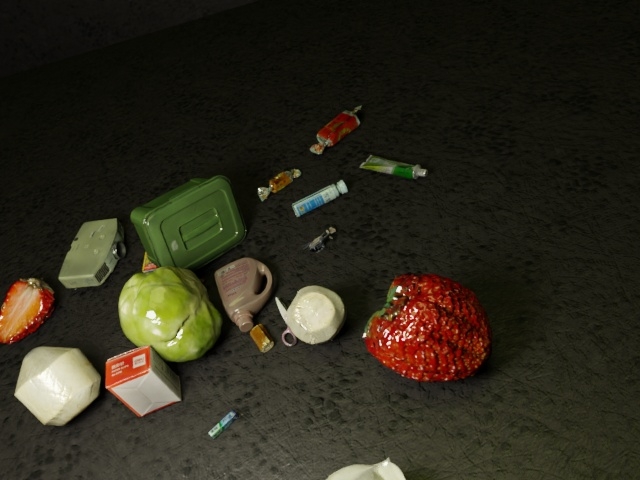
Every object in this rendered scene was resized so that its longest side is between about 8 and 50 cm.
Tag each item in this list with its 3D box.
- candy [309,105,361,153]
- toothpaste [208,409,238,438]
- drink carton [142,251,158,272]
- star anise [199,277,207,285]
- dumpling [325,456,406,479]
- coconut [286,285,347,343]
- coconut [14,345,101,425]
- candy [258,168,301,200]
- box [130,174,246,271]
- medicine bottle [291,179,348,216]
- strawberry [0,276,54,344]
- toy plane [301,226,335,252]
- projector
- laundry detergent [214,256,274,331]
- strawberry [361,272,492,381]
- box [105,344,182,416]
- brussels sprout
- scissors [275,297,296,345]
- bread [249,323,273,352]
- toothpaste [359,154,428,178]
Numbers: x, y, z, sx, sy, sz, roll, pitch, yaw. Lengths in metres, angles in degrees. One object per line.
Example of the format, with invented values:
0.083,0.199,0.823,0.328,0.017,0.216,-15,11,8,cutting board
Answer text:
0.065,-0.414,2.245,0.292,0.059,0.086,-43,45,-21,candy
-0.249,0.474,1.552,0.083,0.020,0.017,-41,52,-19,toothpaste
-0.553,0.052,2.044,0.071,0.056,0.166,-8,46,3,drink carton
-0.456,0.166,1.898,0.212,0.054,0.157,-31,49,-8,star anise
0.080,0.567,1.284,0.215,0.126,0.167,-19,71,-10,dumpling
-0.010,0.202,1.628,0.160,0.162,0.161,-2,75,7,coconut
-0.731,0.389,1.668,0.202,0.202,0.222,-42,92,-20,coconut
-0.149,-0.207,2.139,0.182,0.046,0.053,-38,48,-18,candy
-0.430,-0.054,1.935,0.328,0.253,0.177,-34,35,-33,box
-0.002,-0.141,2.019,0.191,0.051,0.051,-26,45,-5,medicine bottle
-0.967,0.241,2.001,0.190,0.111,0.237,30,87,28,strawberry
0.000,0.000,1.899,0.120,0.031,0.049,-35,37,-9,toy plane
-0.781,0.045,2.112,0.193,0.088,0.270,-6,47,14,projector
-0.215,0.155,1.801,0.171,0.076,0.237,-26,45,-4,laundry detergent
0.265,0.225,1.450,0.288,0.250,0.239,32,55,11,strawberry
-0.472,0.377,1.618,0.133,0.182,0.099,-22,45,4,box
-0.426,0.194,1.697,0.243,0.273,0.317,-53,46,28,brussels sprout
-0.092,0.225,1.726,0.085,0.022,0.176,-28,47,-8,scissors
-0.166,0.274,1.699,0.047,0.036,0.083,-35,44,-9,bread
0.249,-0.247,2.029,0.247,0.047,0.078,16,52,35,toothpaste
